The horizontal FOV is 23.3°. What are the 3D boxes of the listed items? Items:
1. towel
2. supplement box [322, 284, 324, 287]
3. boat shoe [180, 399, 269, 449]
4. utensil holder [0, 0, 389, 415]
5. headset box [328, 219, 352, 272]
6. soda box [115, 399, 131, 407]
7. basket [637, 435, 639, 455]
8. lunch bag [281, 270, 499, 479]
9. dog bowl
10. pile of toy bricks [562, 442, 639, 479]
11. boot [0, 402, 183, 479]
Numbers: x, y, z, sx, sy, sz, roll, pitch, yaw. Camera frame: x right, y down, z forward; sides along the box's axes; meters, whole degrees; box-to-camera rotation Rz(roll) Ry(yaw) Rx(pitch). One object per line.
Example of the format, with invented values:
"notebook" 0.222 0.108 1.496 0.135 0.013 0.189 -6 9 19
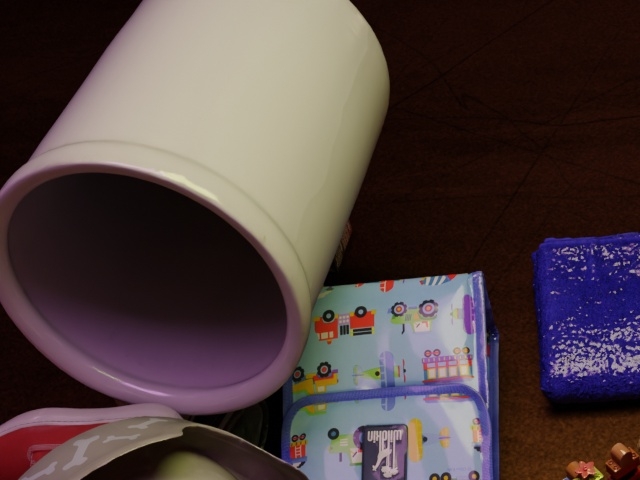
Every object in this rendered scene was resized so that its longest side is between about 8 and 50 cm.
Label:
"towel" 0.383 0.067 1.675 0.308 0.076 0.228 -8 41 9
"supplement box" -0.118 0.065 1.794 0.239 0.130 0.073 -1 43 15
"boat shoe" -0.118 0.276 1.577 0.105 0.113 0.306 -13 30 25
"utensil holder" -0.121 -0.069 1.604 0.327 0.328 0.385 1 41 19
"headset box" 0.000 0.000 1.901 0.062 0.032 0.083 2 46 19
"soda box" -0.224 0.112 1.734 0.058 0.181 0.061 -1 43 27
"basket" 0.438 0.193 1.349 0.213 0.299 0.223 -4 53 -13
"lunch bag" 0.073 0.196 1.618 0.221 0.138 0.293 -6 55 11
"dog bowl" -0.158 0.316 1.389 0.348 0.349 0.102 -35 31 -20
"pile of toy bricks" 0.253 0.257 1.485 0.212 0.105 0.118 -30 43 -16
"boot" -0.265 0.250 1.537 0.244 0.088 0.176 -11 31 22
